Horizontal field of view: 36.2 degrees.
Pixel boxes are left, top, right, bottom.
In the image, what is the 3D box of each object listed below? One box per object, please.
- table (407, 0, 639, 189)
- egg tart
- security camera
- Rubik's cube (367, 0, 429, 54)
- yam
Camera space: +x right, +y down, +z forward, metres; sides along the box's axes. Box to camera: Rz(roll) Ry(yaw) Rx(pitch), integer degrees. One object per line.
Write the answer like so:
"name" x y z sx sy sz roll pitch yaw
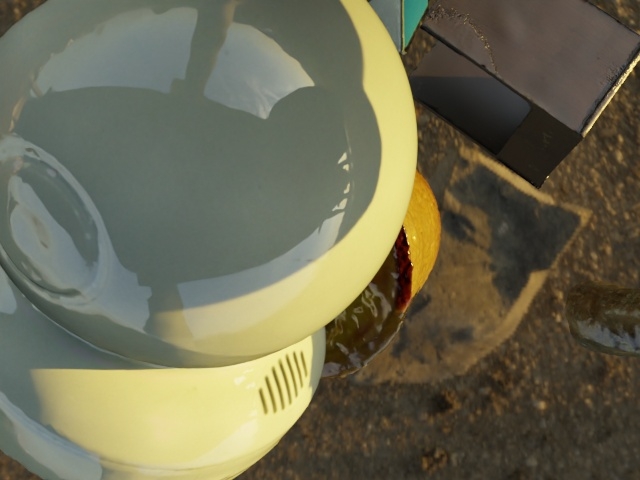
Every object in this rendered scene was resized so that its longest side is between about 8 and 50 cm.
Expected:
"table" 0.298 -0.265 1.483 0.282 0.250 0.196 36 78 7
"egg tart" 0.000 0.000 0.834 0.215 0.171 0.215 8 108 26
"security camera" -0.056 -0.019 0.428 0.194 0.194 0.236 24 133 -8
"Rubik's cube" 0.045 -0.306 1.065 0.250 0.284 0.234 -10 79 21
"yam" 0.290 0.072 0.697 0.061 0.253 0.061 -6 101 -37
